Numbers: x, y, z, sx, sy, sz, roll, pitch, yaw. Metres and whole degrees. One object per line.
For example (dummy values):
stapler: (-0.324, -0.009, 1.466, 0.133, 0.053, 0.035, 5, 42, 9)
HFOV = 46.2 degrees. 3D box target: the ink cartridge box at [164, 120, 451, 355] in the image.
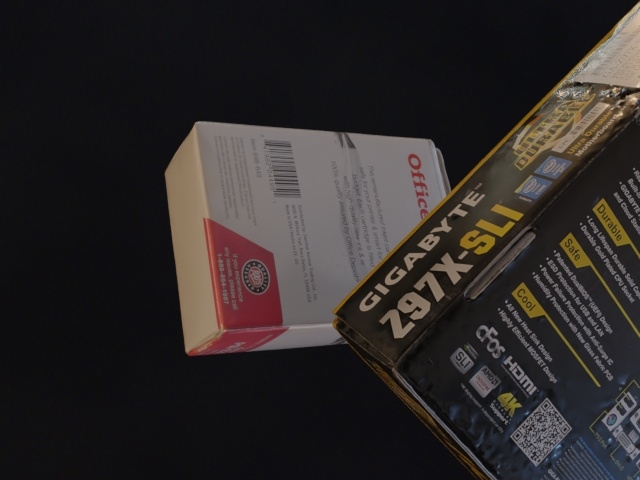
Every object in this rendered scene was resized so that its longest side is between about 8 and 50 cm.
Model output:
ink cartridge box: (0.000, 0.000, 0.592, 0.218, 0.092, 0.159, -1, -109, -28)

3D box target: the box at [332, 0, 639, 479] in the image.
box: (0.200, 0.068, 0.438, 0.257, 0.079, 0.322, -46, -65, -8)
